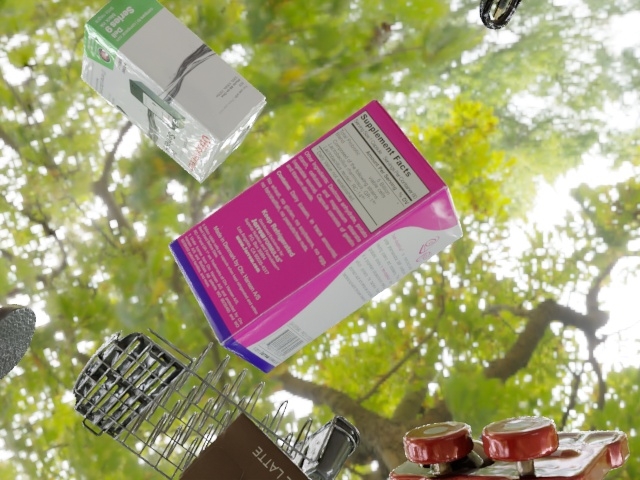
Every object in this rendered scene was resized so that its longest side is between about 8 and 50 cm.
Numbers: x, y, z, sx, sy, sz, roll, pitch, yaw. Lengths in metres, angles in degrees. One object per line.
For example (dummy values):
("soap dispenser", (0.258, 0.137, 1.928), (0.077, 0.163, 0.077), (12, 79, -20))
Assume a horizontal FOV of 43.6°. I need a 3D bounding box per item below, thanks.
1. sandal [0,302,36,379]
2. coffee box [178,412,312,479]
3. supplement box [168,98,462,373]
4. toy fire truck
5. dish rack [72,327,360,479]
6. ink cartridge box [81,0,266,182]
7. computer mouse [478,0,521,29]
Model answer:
("sandal", (-0.471, 0.179, 1.035), (0.054, 0.097, 0.254), (27, -115, 20))
("coffee box", (-0.021, 0.256, 0.633), (0.098, 0.246, 0.141), (-43, -122, -16))
("supplement box", (0.000, 0.000, 0.697), (0.220, 0.111, 0.114), (-34, -116, 1))
("toy fire truck", (0.270, 0.334, 1.166), (0.302, 0.170, 0.254), (-13, 177, 36))
("dish rack", (-0.120, 0.192, 0.836), (0.208, 0.271, 0.074), (-44, -169, 39))
("ink cartridge box", (-0.256, -0.260, 1.366), (0.121, 0.289, 0.211), (-50, -176, -23))
("computer mouse", (0.209, -0.312, 0.746), (0.071, 0.242, 0.041), (-9, -143, -37))
